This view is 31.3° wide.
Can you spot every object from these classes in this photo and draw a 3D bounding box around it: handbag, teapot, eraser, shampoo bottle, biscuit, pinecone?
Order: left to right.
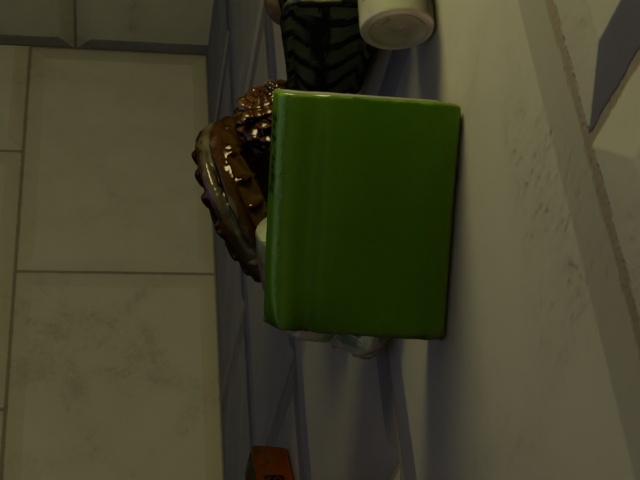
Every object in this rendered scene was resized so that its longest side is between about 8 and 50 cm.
[{"bbox_3d":[-0.134,-0.078,2.152,0.332,0.103,0.332,61,-167,-24],"label":"biscuit"},{"bbox_3d":[-0.077,-0.208,2.058,0.173,0.174,0.173,-179,90,-79],"label":"pinecone"},{"bbox_3d":[0.014,-0.401,1.624,0.327,0.163,0.325,99,173,-72],"label":"handbag"},{"bbox_3d":[0.023,0.054,1.568,0.163,0.222,0.178,-47,-39,-56],"label":"teapot"},{"bbox_3d":[0.042,-0.025,1.279,0.092,0.210,0.274,-133,47,-74],"label":"eraser"},{"bbox_3d":[0.082,-0.386,1.404,0.092,0.092,0.303,115,154,-65],"label":"shampoo bottle"}]

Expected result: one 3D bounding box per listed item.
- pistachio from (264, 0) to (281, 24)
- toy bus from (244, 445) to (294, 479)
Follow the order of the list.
[{"bbox_3d":[-0.027,-0.437,1.921,0.152,0.126,0.223,50,155,12],"label":"pistachio"},{"bbox_3d":[-0.082,0.539,2.175,0.409,0.093,0.092,-113,33,-64],"label":"toy bus"}]
